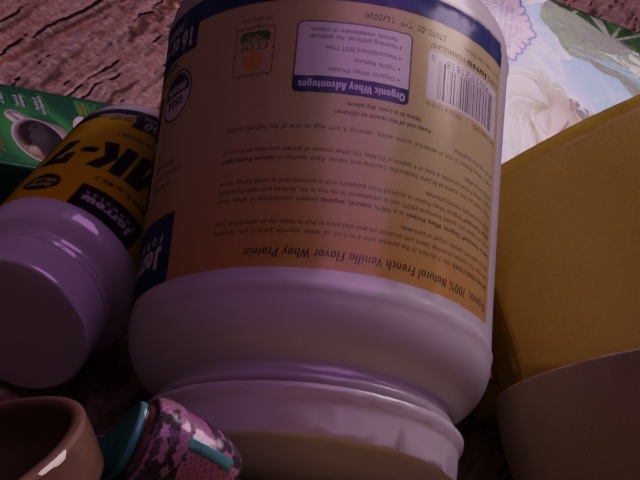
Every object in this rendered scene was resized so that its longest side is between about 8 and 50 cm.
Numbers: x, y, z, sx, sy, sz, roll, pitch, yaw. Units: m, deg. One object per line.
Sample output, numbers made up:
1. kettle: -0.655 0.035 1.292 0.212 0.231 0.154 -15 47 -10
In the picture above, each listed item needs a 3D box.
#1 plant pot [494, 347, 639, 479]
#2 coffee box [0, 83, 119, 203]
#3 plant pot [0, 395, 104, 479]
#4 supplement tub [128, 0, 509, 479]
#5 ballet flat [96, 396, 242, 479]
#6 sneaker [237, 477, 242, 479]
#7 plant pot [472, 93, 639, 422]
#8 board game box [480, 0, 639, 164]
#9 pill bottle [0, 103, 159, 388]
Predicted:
1. plant pot: 0.265 0.184 1.205 0.284 0.284 0.190 6 71 -32
2. coffee box: -0.212 -0.069 1.381 0.184 0.040 0.113 8 36 -30
3. plant pot: -0.206 0.175 0.903 0.237 0.237 0.109 -37 109 -57
4. supplement tub: 0.000 0.000 1.162 0.228 0.228 0.316 15 66 -21
5. ballet flat: -0.112 0.142 1.008 0.079 0.221 0.077 31 58 -19
6. sneaker: -0.006 0.214 1.081 0.236 0.095 0.104 15 39 -11
7. plant pot: 0.191 0.027 1.319 0.187 0.212 0.212 -13 76 -13
8. board game box: 0.213 -0.037 1.504 0.318 0.066 0.318 17 62 -16
9. pill bottle: -0.159 0.003 1.234 0.119 0.119 0.208 29 36 2
